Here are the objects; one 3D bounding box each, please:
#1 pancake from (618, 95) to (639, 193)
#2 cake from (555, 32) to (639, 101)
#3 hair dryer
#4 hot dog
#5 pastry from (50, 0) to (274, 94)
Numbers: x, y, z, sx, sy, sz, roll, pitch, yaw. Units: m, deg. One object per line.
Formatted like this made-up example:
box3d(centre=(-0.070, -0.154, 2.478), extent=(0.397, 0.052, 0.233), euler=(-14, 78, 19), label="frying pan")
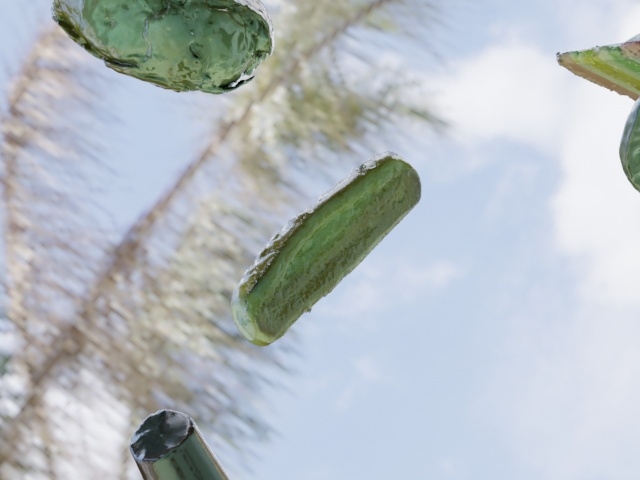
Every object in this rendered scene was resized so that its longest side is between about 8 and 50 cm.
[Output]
box3d(centre=(0.383, -0.142, 1.954), extent=(0.222, 0.042, 0.236), euler=(5, -59, -45), label="pancake")
box3d(centre=(0.369, -0.189, 2.233), extent=(0.225, 0.109, 0.090), euler=(-9, -86, -49), label="cake")
box3d(centre=(-0.173, 0.333, 1.701), extent=(0.340, 0.123, 0.312), euler=(-31, -57, -1), label="hair dryer")
box3d(centre=(0.000, 0.000, 1.553), extent=(0.216, 0.047, 0.066), euler=(-46, -56, -33), label="hot dog")
box3d(centre=(-0.104, -0.151, 1.294), extent=(0.153, 0.153, 0.081), euler=(3, -66, -50), label="pastry")
